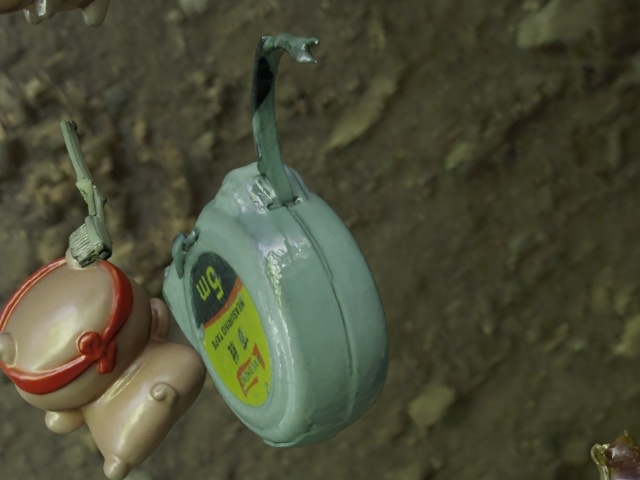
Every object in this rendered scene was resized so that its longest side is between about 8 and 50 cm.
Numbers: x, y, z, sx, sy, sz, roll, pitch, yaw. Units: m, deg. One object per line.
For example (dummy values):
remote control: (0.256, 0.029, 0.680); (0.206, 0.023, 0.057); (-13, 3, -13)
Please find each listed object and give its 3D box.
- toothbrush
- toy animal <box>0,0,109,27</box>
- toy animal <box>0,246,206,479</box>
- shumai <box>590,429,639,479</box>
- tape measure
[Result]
toothbrush: (-0.179, -0.043, 1.383); (0.028, 0.294, 0.026); (-31, 114, 4)
toy animal: (-0.260, -0.254, 1.489); (0.250, 0.166, 0.154); (-9, 98, -66)
toy animal: (-0.212, 0.111, 1.734); (0.171, 0.171, 0.197); (-43, 99, 8)
shumai: (0.244, 0.178, 1.167); (0.105, 0.123, 0.139); (-13, 95, -38)
tape measure: (0.000, -0.001, 0.952); (0.084, 0.164, 0.330); (-26, 166, -28)
